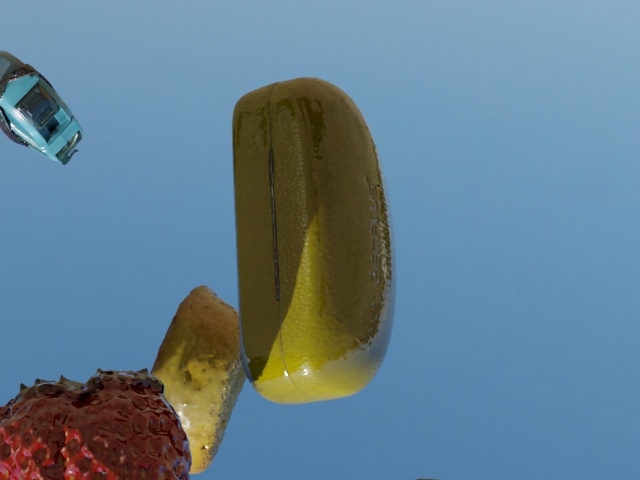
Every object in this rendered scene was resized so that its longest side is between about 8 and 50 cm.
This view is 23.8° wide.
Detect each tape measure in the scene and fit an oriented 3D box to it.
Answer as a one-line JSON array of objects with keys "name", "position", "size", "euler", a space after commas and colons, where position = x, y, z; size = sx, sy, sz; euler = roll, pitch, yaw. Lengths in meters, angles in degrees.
[{"name": "tape measure", "position": [-0.359, -0.164, 1.824], "size": [0.125, 0.146, 0.081], "euler": [37, -102, 26]}]

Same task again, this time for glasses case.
[{"name": "glasses case", "position": [0.000, 0.000, 1.726], "size": [0.141, 0.371, 0.173], "euler": [-12, 160, 27]}]

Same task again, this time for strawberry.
[{"name": "strawberry", "position": [-0.242, 0.271, 1.496], "size": [0.238, 0.250, 0.288], "euler": [0, -127, 5]}]

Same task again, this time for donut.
[{"name": "donut", "position": [-0.168, 0.201, 2.098], "size": [0.108, 0.277, 0.277], "euler": [20, -160, 4]}]

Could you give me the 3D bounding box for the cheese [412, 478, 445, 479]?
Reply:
[{"name": "cheese", "position": [0.041, 0.222, 1.188], "size": [0.250, 0.064, 0.156], "euler": [-10, -174, -37]}]
